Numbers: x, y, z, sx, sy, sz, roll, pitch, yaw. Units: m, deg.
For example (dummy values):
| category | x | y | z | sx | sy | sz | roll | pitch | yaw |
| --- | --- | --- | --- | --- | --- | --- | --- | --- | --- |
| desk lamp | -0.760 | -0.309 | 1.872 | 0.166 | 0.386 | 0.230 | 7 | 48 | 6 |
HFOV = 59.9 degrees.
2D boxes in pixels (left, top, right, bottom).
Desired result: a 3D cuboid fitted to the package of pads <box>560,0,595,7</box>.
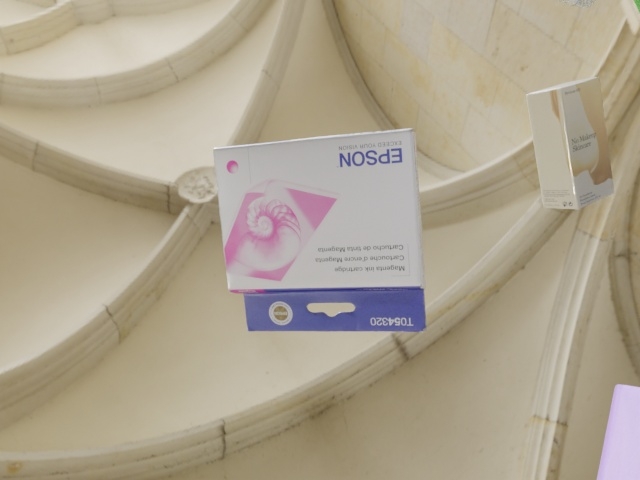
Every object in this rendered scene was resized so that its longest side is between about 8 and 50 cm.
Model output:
| category | x | y | z | sx | sy | sz | roll | pitch | yaw |
| --- | --- | --- | --- | --- | --- | --- | --- | --- | --- |
| package of pads | 0.615 | -0.686 | 1.190 | 0.101 | 0.229 | 0.296 | 21 | -99 | 7 |

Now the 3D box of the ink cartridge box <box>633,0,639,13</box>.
| category | x | y | z | sx | sy | sz | roll | pitch | yaw |
| --- | --- | --- | --- | --- | --- | --- | --- | --- | --- |
| ink cartridge box | 0.264 | -0.188 | 0.204 | 0.121 | 0.289 | 0.211 | -35 | -79 | -16 |

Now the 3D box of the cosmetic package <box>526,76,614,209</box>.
| category | x | y | z | sx | sy | sz | roll | pitch | yaw |
| --- | --- | --- | --- | --- | --- | --- | --- | --- | --- |
| cosmetic package | 0.241 | -0.093 | 0.534 | 0.060 | 0.115 | 0.041 | -22 | -165 | -26 |

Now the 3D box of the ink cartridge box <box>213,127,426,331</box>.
| category | x | y | z | sx | sy | sz | roll | pitch | yaw |
| --- | --- | --- | --- | --- | --- | --- | --- | --- | --- |
| ink cartridge box | 0.000 | 0.000 | 0.896 | 0.324 | 0.330 | 0.071 | -3 | -172 | 16 |

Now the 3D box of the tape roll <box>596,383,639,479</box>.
| category | x | y | z | sx | sy | sz | roll | pitch | yaw |
| --- | --- | --- | --- | --- | --- | --- | --- | --- | --- |
| tape roll | 0.350 | 0.183 | 0.388 | 0.275 | 0.275 | 0.090 | 14 | -98 | 12 |
